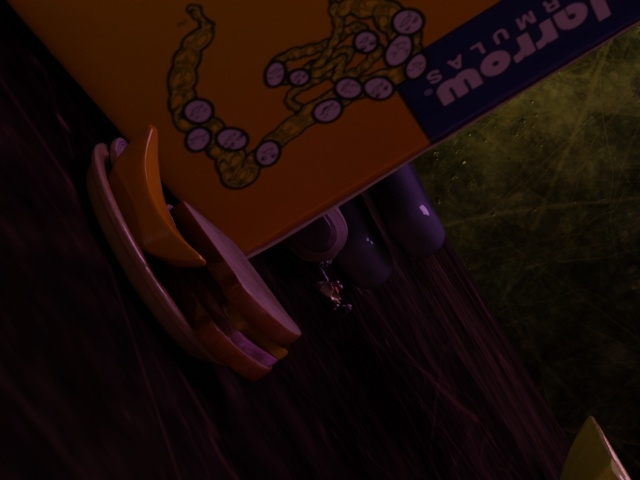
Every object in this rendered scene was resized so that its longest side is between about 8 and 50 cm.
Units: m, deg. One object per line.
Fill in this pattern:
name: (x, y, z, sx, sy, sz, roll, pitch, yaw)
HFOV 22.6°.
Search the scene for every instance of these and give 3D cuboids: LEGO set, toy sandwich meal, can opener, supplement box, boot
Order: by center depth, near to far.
toy sandwich meal: (-0.038, 0.002, 0.476, 0.085, 0.029, 0.085, 58, 6, -10)
supplement box: (-0.055, -0.194, 0.523, 0.356, 0.195, 0.194, 52, 10, -47)
boot: (-0.027, -0.039, 0.764, 0.118, 0.042, 0.087, 59, -1, -9)
LEGO set: (0.001, 0.002, 0.843, 0.083, 0.023, 0.054, 62, 6, 25)
can opener: (0.019, -0.064, 1.077, 0.095, 0.076, 0.283, 53, 10, -42)

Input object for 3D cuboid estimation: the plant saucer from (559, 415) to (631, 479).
plant saucer: (0.326, 0.350, 1.555, 0.333, 0.081, 0.333, 59, 6, 2)
